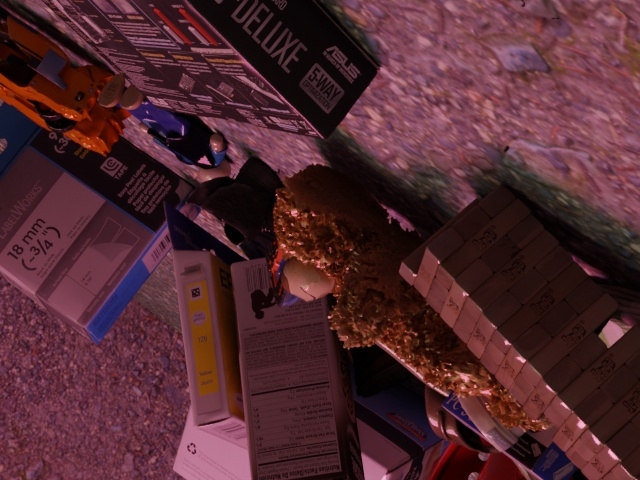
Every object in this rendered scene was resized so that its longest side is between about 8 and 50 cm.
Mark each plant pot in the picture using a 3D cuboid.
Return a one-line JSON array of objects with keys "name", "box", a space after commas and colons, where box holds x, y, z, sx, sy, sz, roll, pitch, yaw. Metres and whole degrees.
[{"name": "plant pot", "box": [0.245, 0.340, 1.893, 0.174, 0.191, 0.191, 36, 168, -9]}]

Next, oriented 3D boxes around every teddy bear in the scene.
[{"name": "teddy bear", "box": [0.087, 0.067, 1.367, 0.338, 0.113, 0.245, 29, -155, -4]}]

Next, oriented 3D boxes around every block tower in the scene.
[{"name": "block tower", "box": [0.208, 0.105, 1.147, 0.335, 0.091, 0.097, 47, 163, 14]}]

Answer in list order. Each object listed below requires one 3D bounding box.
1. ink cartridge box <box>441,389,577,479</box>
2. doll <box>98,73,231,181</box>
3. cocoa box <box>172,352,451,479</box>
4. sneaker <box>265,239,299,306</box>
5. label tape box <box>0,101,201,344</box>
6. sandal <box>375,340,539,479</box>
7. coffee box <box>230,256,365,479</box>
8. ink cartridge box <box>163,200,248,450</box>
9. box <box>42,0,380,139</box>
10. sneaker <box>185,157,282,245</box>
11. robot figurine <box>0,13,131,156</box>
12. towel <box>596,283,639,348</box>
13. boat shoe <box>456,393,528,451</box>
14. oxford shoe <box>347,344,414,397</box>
[{"name": "ink cartridge box", "box": [0.211, 0.176, 1.508, 0.046, 0.097, 0.207, 40, 177, -23]}, {"name": "doll", "box": [-0.163, -0.120, 1.631, 0.129, 0.046, 0.189, 11, 160, 43]}, {"name": "cocoa box", "box": [-0.004, 0.310, 2.200, 0.347, 0.231, 0.228, 31, -154, 26]}, {"name": "sneaker", "box": [0.000, 0.000, 1.580, 0.221, 0.087, 0.083, 121, 135, -66]}, {"name": "label tape box", "box": [-0.369, -0.054, 1.991, 0.334, 0.240, 0.106, 34, 168, 11]}, {"name": "sandal", "box": [0.152, 0.177, 1.680, 0.303, 0.086, 0.120, 41, -157, 6]}, {"name": "coffee box", "box": [-0.025, 0.183, 1.797, 0.119, 0.297, 0.168, -10, 155, 6]}, {"name": "ink cartridge box", "box": [-0.105, 0.125, 1.960, 0.072, 0.307, 0.303, -13, 159, 17]}, {"name": "box", "box": [-0.128, -0.196, 1.168, 0.242, 0.076, 0.307, 43, 166, -29]}, {"name": "sneaker", "box": [-0.074, -0.028, 1.625, 0.051, 0.089, 0.170, 26, 164, 40]}, {"name": "robot figurine", "box": [-0.370, -0.217, 1.752, 0.291, 0.085, 0.211, 33, 167, 12]}, {"name": "towel", "box": [0.303, 0.141, 1.189, 0.248, 0.038, 0.325, 57, 162, -17]}, {"name": "boat shoe", "box": [0.170, 0.120, 1.505, 0.079, 0.081, 0.227, 47, -169, -36]}, {"name": "oxford shoe", "box": [0.068, 0.146, 1.868, 0.227, 0.083, 0.096, 161, 86, -84]}]
